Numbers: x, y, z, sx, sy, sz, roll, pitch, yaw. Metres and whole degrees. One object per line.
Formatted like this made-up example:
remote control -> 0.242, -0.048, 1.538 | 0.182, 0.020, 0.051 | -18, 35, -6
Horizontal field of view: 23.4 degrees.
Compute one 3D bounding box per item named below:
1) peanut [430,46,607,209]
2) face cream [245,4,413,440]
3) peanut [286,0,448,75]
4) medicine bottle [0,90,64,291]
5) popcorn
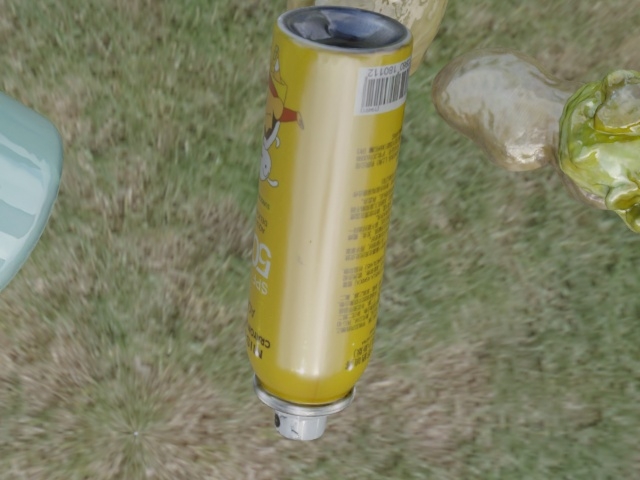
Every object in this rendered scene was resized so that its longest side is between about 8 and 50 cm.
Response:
peanut -> 0.201, -0.102, 1.377 | 0.228, 0.085, 0.104 | 29, 77, 28
face cream -> 0.000, 0.000, 1.192 | 0.105, 0.105, 0.348 | 3, 117, -6
peanut -> 0.045, -0.271, 1.442 | 0.159, 0.143, 0.291 | -13, 66, 23
medicine bottle -> -0.276, -0.060, 0.915 | 0.225, 0.139, 0.139 | 32, 79, -31
popcorn -> 0.133, -0.038, 0.639 | 0.059, 0.083, 0.068 | -45, 46, 0
